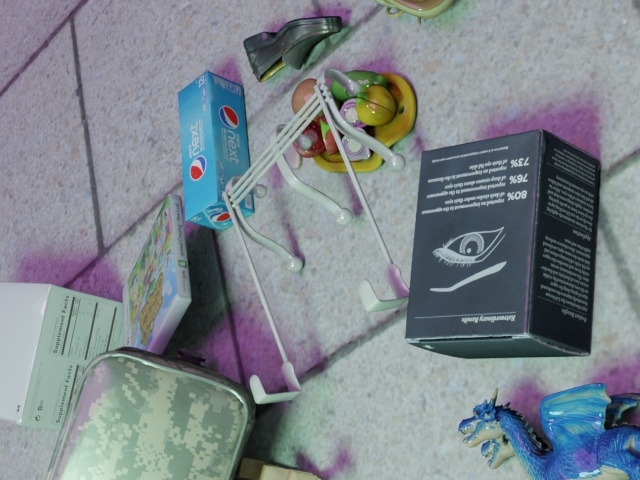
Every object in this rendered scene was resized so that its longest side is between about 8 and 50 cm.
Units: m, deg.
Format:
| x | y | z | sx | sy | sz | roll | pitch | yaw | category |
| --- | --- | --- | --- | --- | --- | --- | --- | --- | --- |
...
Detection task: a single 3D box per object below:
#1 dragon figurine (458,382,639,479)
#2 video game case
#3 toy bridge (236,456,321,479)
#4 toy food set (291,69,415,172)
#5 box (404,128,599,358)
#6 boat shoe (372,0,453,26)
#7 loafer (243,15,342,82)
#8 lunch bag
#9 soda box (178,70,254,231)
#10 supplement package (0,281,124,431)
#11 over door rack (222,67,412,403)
| x | y | z | sx | sy | sz | roll | pitch | yaw | category |
| --- | --- | --- | --- | --- | --- | --- | --- | --- | --- |
| 0.247 | 0.174 | 0.965 | 0.289 | 0.085 | 0.144 | -32 | 55 | 37 | dragon figurine |
| -0.229 | 0.075 | 1.489 | 0.212 | 0.023 | 0.193 | -58 | 31 | 38 | video game case |
| -0.037 | 0.272 | 1.240 | 0.188 | 0.063 | 0.026 | -12 | 64 | 66 | toy bridge |
| 0.015 | -0.153 | 1.342 | 0.218 | 0.071 | 0.128 | 1 | 77 | 47 | toy food set |
| 0.181 | 0.010 | 1.079 | 0.153 | 0.108 | 0.207 | -6 | 72 | 45 | box |
| 0.085 | -0.350 | 1.343 | 0.104 | 0.089 | 0.285 | -35 | 51 | 0 | boat shoe |
| -0.032 | -0.258 | 1.451 | 0.170 | 0.062 | 0.061 | -11 | 90 | 48 | loafer |
| -0.209 | 0.285 | 1.313 | 0.256 | 0.212 | 0.305 | 83 | -156 | -86 | lunch bag |
| -0.147 | -0.124 | 1.507 | 0.071 | 0.067 | 0.210 | -29 | 56 | 38 | soda box |
| -0.434 | 0.174 | 1.644 | 0.262 | 0.145 | 0.204 | 0 | 76 | 46 | supplement package |
| 0.000 | 0.000 | 1.246 | 0.239 | 0.108 | 0.324 | -46 | 44 | 40 | over door rack |
